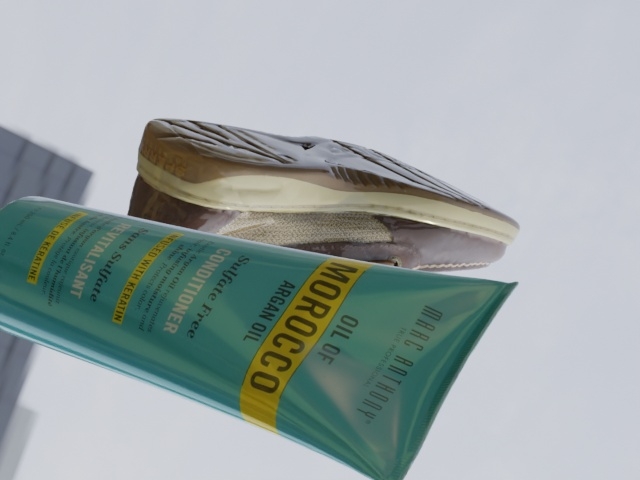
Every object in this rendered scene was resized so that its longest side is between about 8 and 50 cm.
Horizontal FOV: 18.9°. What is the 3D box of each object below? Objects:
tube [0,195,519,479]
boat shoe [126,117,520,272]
[{"bbox_3d":[-0.034,0.027,0.659,0.207,0.052,0.080,13,-116,39],"label":"tube"},{"bbox_3d":[0.000,0.000,1.357,0.123,0.342,0.123,30,-74,41],"label":"boat shoe"}]
